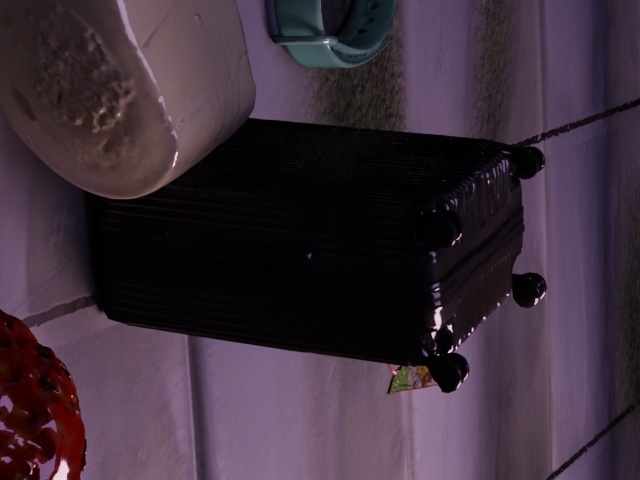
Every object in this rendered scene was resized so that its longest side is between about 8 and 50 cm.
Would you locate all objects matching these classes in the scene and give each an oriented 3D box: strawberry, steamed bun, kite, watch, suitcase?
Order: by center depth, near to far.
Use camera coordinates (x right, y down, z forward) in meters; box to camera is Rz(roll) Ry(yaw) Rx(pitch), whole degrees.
[{"bbox_3d":[-0.240,0.141,1.245,0.234,0.178,0.233,9,90,-66],"label":"strawberry"},{"bbox_3d":[-0.165,-0.166,1.391,0.200,0.155,0.250,-53,131,-53],"label":"steamed bun"},{"bbox_3d":[0.000,0.000,1.534,0.229,0.335,0.152,-35,127,-59],"label":"suitcase"},{"bbox_3d":[0.015,-0.272,1.853,0.237,0.068,0.195,-52,139,-55],"label":"watch"},{"bbox_3d":[0.106,0.095,2.122,0.244,0.006,0.198,64,38,-44],"label":"kite"}]
